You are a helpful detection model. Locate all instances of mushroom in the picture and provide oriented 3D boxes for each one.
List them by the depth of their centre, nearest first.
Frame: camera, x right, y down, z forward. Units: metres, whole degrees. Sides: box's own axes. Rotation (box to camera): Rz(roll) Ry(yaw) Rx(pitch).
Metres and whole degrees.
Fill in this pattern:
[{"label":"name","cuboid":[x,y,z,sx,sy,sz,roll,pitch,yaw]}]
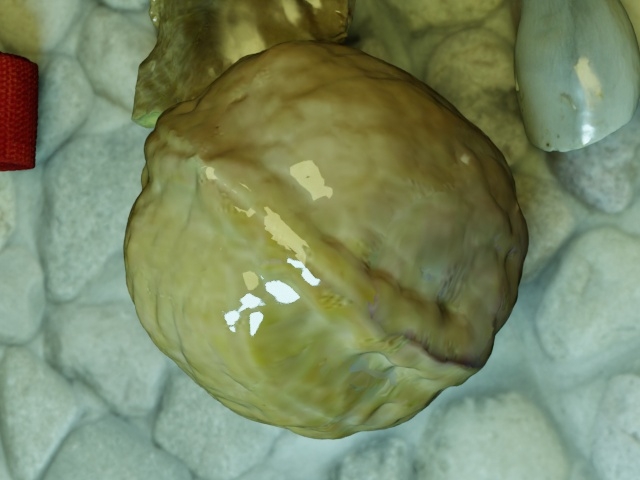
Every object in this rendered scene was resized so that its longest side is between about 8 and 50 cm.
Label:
[{"label":"mushroom","cuboid":[0.208,-0.188,1.454,0.116,0.093,0.225,-9,90,31]}]

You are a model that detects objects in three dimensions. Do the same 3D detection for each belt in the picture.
[{"label":"belt","cuboid":[-0.352,-0.126,1.540,0.201,0.128,0.124,2,86,8]}]

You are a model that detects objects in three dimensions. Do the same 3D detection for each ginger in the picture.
[{"label":"ginger","cuboid":[-0.068,-0.220,1.491,0.219,0.123,0.270,2,87,25]}]

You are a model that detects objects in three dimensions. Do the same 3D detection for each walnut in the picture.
[{"label":"walnut","cuboid":[-0.002,-0.003,1.354,0.306,0.344,0.306,-11,65,25]}]
